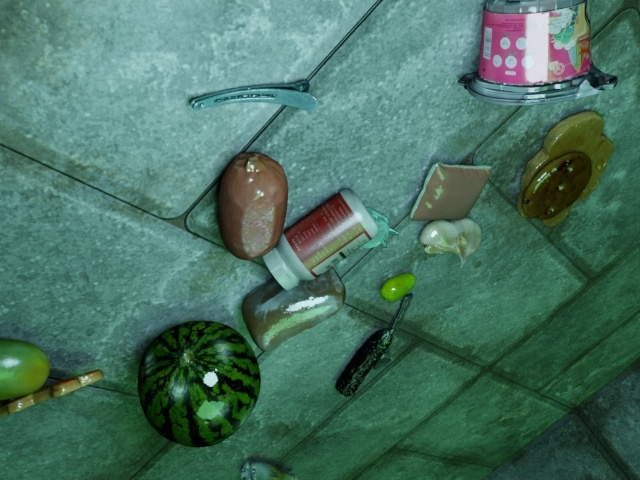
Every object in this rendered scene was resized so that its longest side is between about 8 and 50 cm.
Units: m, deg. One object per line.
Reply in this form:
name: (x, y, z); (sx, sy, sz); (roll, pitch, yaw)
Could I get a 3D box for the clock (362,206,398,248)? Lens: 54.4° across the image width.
clock: (0.125, -0.023, 1.515); (0.135, 0.041, 0.101); (16, 121, -40)

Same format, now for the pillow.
pillow: (0.309, -0.119, 1.503); (0.179, 0.075, 0.171); (-2, 131, -30)

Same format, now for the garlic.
garlic: (0.337, -0.004, 1.624); (0.174, 0.099, 0.124); (1, 115, -31)

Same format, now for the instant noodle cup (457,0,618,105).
instant noodle cup: (0.408, -0.384, 1.190); (0.302, 0.258, 0.181); (4, 122, 23)

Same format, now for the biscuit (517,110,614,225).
biscuit: (0.650, -0.182, 1.660); (0.269, 0.051, 0.376); (-18, 137, -12)

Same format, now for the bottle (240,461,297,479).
bottle: (-0.166, 0.811, 2.140); (0.083, 0.083, 0.270); (-42, 140, 13)

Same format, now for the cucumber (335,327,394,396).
cucumber: (0.135, 0.360, 1.882); (0.072, 0.072, 0.300); (6, 127, -35)

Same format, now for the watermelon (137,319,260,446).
watermelon: (-0.282, 0.327, 1.447); (0.285, 0.285, 0.285); (-17, 137, -16)

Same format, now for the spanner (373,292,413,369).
spanner: (0.216, 0.282, 1.886); (0.093, 0.026, 0.325); (-4, 131, -29)

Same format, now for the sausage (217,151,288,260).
sausage: (-0.135, -0.065, 1.253); (0.148, 0.148, 0.254); (-12, 133, -20)

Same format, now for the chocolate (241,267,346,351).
chocolate: (-0.069, 0.134, 1.464); (0.254, 0.157, 0.080); (-28, 143, -4)

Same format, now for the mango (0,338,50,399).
mango: (-0.681, 0.267, 1.259); (0.251, 0.114, 0.156); (-2, 156, -38)

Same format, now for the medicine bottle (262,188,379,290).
medicine bottle: (0.000, 0.000, 1.396); (0.250, 0.131, 0.131); (-36, 139, 5)

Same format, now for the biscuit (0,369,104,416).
biscuit: (-0.621, 0.342, 1.388); (0.250, 0.036, 0.165); (-22, 175, 15)

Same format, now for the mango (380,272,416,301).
mango: (0.214, 0.126, 1.705); (0.108, 0.056, 0.073); (-28, 145, -7)

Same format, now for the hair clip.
hair clip: (-0.122, -0.258, 1.135); (0.230, 0.070, 0.039); (-8, 138, -14)

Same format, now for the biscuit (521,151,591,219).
biscuit: (0.618, -0.138, 1.622); (0.212, 0.036, 0.212); (-17, 137, -16)
